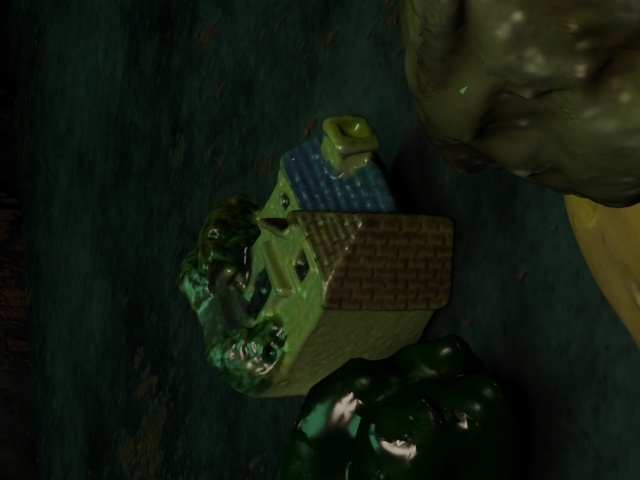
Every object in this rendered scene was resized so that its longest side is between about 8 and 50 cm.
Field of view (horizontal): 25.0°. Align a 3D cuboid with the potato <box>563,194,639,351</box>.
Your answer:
[{"bbox_3d":[0.217,-0.003,0.776,0.234,0.146,0.150,65,-169,23],"label":"potato"}]

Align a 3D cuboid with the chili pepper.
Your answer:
[{"bbox_3d":[0.063,0.201,1.112,0.165,0.173,0.261,34,129,37],"label":"chili pepper"}]

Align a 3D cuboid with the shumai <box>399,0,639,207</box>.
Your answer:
[{"bbox_3d":[0.204,-0.168,0.554,0.397,0.323,0.324,82,-157,-61],"label":"shumai"}]

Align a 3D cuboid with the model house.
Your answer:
[{"bbox_3d":[0.000,0.000,1.255,0.189,0.195,0.214,-56,40,40],"label":"model house"}]
